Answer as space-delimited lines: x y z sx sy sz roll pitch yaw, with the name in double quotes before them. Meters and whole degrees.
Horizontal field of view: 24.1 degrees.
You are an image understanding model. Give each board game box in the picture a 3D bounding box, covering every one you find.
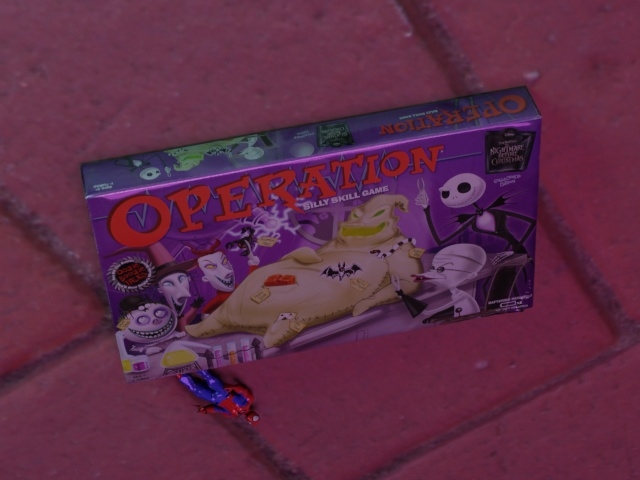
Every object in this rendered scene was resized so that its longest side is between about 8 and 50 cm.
"board game box" 0.000 0.000 1.183 0.346 0.056 0.208 -11 129 -5

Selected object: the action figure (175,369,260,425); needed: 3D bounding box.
"action figure" -0.091 0.131 1.288 0.038 0.030 0.115 -40 131 14
